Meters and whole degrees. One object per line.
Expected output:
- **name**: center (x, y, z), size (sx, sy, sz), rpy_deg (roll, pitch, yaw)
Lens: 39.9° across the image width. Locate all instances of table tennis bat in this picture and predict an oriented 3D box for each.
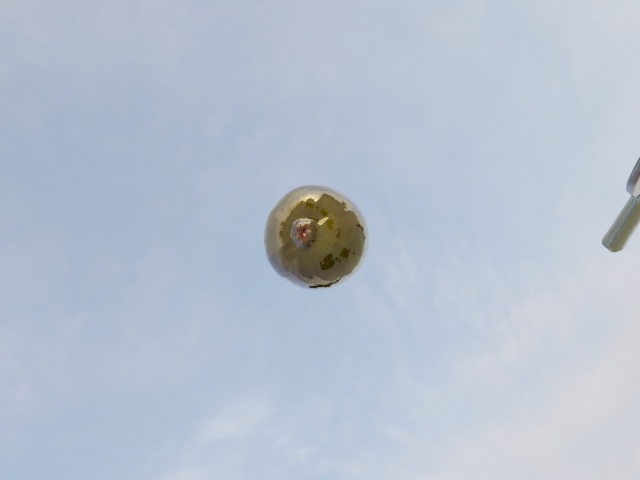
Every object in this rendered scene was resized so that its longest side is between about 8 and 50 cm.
- **table tennis bat**: center (0.295, -0.074, 0.747), size (0.138, 0.022, 0.246), rpy_deg (-31, -28, -30)

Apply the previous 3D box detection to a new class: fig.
- **fig**: center (0.000, 0.000, 0.618), size (0.074, 0.074, 0.088), rpy_deg (-66, -15, -2)
